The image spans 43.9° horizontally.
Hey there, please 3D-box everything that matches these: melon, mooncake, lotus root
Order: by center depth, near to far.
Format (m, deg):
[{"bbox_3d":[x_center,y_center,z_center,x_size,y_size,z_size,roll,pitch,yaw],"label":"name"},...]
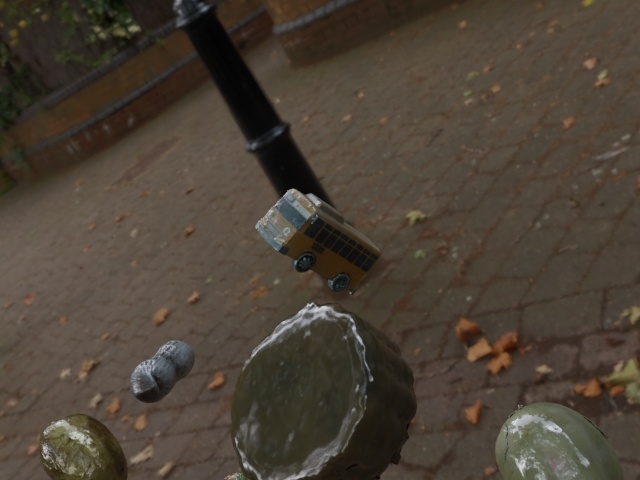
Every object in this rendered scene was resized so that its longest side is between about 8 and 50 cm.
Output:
[{"bbox_3d":[0.004,0.194,0.940,0.228,0.124,0.228,-23,52,33],"label":"mooncake"},{"bbox_3d":[-0.421,0.401,1.447,0.214,0.138,0.138,34,59,23],"label":"lotus root"},{"bbox_3d":[0.566,0.534,1.899,0.268,0.268,0.330,-33,57,-4],"label":"melon"}]

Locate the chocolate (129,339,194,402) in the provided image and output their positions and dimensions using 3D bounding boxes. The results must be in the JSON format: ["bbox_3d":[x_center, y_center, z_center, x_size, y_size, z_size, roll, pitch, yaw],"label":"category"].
[{"bbox_3d":[-0.274,0.227,1.379,0.072,0.072,0.167,-22,10,25],"label":"chocolate"}]

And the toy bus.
[{"bbox_3d":[0.000,0.000,1.209,0.103,0.182,0.091,-52,43,7],"label":"toy bus"}]

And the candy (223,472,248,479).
[{"bbox_3d":[-0.268,0.605,1.899,0.201,0.060,0.060,-17,22,6],"label":"candy"}]
